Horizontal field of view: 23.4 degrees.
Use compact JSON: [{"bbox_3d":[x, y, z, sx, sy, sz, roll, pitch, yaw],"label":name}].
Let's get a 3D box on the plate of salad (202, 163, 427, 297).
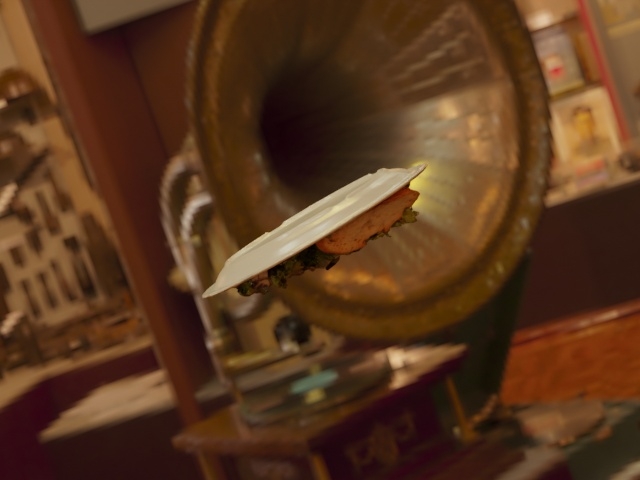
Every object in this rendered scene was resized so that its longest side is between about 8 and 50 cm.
[{"bbox_3d":[0.000,0.000,1.180,0.200,0.048,0.200,-31,5,3],"label":"plate of salad"}]
